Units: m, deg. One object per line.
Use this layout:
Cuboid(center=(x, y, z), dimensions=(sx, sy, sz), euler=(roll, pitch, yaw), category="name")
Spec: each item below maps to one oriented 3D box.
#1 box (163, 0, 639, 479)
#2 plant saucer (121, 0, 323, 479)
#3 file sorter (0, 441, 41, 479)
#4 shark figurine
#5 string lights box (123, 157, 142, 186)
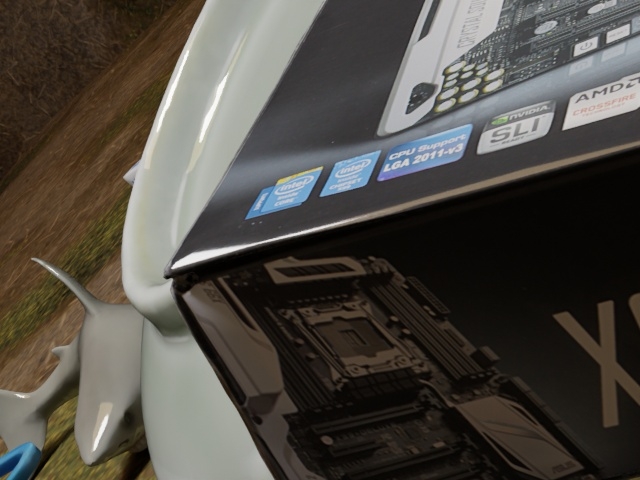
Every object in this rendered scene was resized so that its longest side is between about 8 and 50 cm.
Cuboid(center=(0.146, -0.063, 0.411), dimensions=(0.307, 0.076, 0.242), euler=(-15, 26, 26), category="box")
Cuboid(center=(0.012, -0.050, 0.735), dimensions=(0.400, 0.100, 0.400), euler=(-54, 21, 32), category="plant saucer")
Cuboid(center=(-0.060, 0.150, 0.458), dimensions=(0.118, 0.170, 0.104), euler=(-33, 15, 48), category="file sorter")
Cuboid(center=(-0.154, 0.064, 1.177), dimensions=(0.166, 0.116, 0.278), euler=(-51, 15, -23), category="shark figurine")
Cuboid(center=(-0.030, -0.094, 1.327), dimensions=(0.133, 0.077, 0.260), euler=(-53, 13, -26), category="string lights box")
